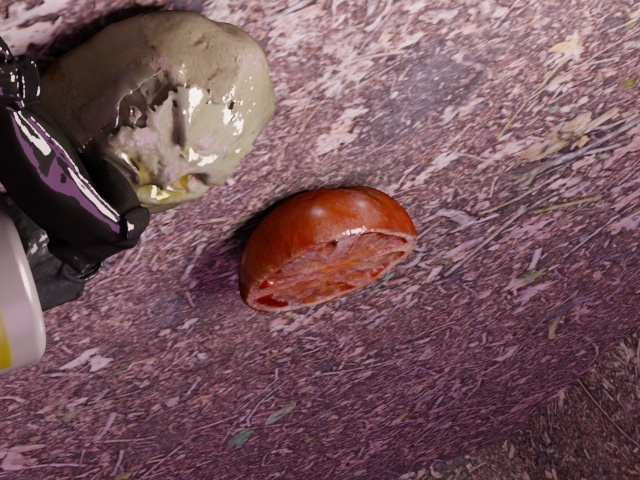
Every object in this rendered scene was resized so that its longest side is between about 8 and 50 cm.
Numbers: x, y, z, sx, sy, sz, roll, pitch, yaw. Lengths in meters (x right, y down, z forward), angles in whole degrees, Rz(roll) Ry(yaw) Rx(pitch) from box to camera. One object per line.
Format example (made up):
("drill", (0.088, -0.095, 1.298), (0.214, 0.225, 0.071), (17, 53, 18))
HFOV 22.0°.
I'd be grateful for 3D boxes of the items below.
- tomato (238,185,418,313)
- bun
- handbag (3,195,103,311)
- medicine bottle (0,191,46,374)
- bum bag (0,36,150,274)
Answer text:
("tomato", (0.000, 0.000, 2.044), (0.237, 0.095, 0.236), (-20, 162, -7))
("bun", (-0.149, -0.107, 1.518), (0.239, 0.141, 0.239), (-20, 159, -8))
("handbag", (-0.292, 0.015, 1.754), (0.175, 0.088, 0.270), (-21, 161, -36))
("medicine bottle", (-0.442, 0.067, 1.496), (0.340, 0.208, 0.208), (-20, 159, -18))
("bum bag", (-0.250, -0.086, 1.396), (0.142, 0.079, 0.326), (7, 146, 34))
